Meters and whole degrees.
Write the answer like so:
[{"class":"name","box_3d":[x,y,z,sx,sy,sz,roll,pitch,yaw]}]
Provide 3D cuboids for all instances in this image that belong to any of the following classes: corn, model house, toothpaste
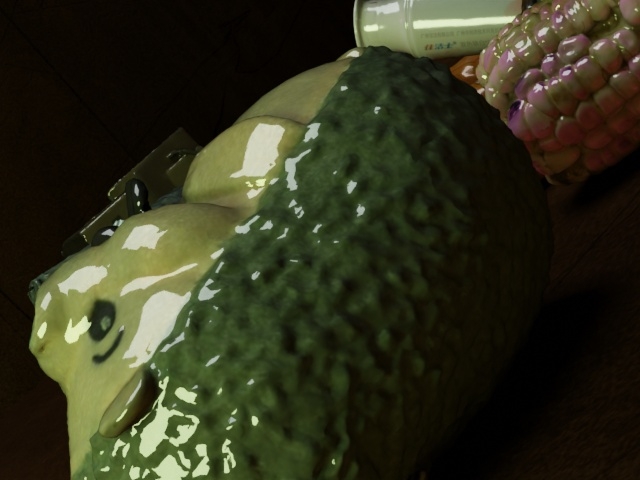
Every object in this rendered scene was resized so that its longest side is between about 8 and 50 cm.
[{"class":"corn","box_3d":[0.253,-0.162,1.192,0.335,0.127,0.126,-36,9,25]},{"class":"model house","box_3d":[-0.102,-0.011,1.816,0.243,0.211,0.204,-44,9,-19]},{"class":"toothpaste","box_3d":[0.188,-0.183,1.411,0.323,0.066,0.100,-3,20,18]}]

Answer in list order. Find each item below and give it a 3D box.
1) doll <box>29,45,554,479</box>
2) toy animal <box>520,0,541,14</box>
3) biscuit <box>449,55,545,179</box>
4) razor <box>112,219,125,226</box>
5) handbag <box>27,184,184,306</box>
[{"class":"doll","box_3d":[-0.016,0.043,0.969,0.247,0.247,0.349,-35,17,42]},{"class":"toy animal","box_3d":[0.189,-0.209,1.323,0.197,0.272,0.160,132,150,-52]},{"class":"biscuit","box_3d":[0.050,-0.058,1.496,0.318,0.110,0.312,-26,9,-1]},{"class":"razor","box_3d":[-0.043,0.026,1.329,0.278,0.056,0.111,10,60,33]},{"class":"handbag","box_3d":[-0.085,0.081,1.180,0.175,0.270,0.088,-39,42,-21]}]
